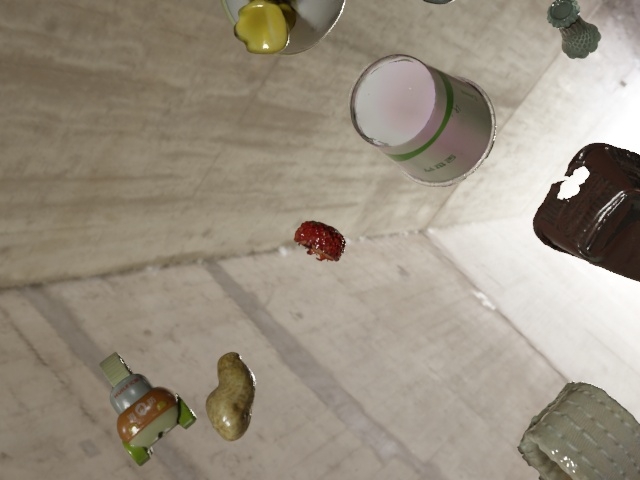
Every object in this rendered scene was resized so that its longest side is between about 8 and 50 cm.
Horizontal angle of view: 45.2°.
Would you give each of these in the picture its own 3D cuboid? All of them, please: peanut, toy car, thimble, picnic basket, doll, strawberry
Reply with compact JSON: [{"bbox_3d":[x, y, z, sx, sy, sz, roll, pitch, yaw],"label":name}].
[{"bbox_3d":[-0.254,0.445,2.199,0.137,0.122,0.253,16,-120,-10],"label":"peanut"},{"bbox_3d":[-0.373,0.326,1.565,0.235,0.145,0.235,47,164,18],"label":"toy car"},{"bbox_3d":[0.262,0.207,0.751,0.115,0.090,0.102,46,168,7],"label":"thimble"},{"bbox_3d":[0.537,-0.029,1.323,0.296,0.223,0.129,17,-157,-29],"label":"picnic basket"},{"bbox_3d":[-0.047,-0.259,0.735,0.117,0.141,0.296,-14,-153,-2],"label":"doll"},{"bbox_3d":[0.000,0.000,1.997,0.145,0.086,0.145,18,171,3],"label":"strawberry"}]

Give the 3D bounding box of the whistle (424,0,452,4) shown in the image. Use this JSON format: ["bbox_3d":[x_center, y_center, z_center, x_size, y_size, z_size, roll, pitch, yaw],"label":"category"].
[{"bbox_3d":[0.213,-0.497,1.043,0.189,0.348,0.189,20,-170,-4],"label":"whistle"}]

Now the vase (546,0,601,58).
[{"bbox_3d":[0.494,-0.422,1.510,0.081,0.081,0.148,48,-165,30],"label":"vase"}]

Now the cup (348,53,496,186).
[{"bbox_3d":[0.204,-0.252,1.595,0.253,0.253,0.274,46,-162,27],"label":"cup"}]
